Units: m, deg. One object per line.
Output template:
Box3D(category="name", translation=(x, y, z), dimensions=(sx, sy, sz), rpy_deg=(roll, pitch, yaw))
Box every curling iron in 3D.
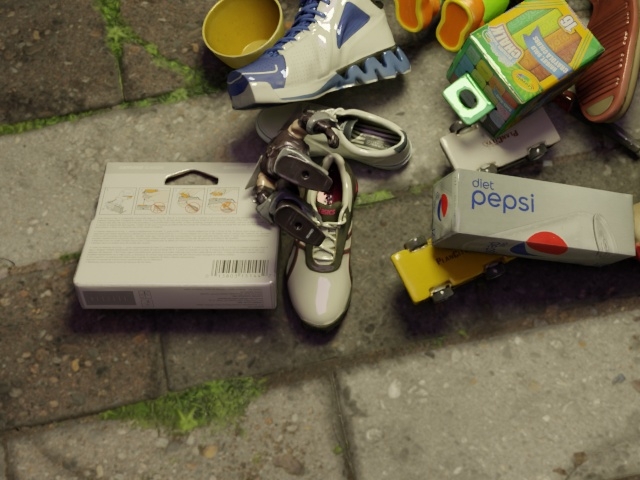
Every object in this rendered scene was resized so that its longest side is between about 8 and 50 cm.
Box3D(category="curling iron", translation=(0.399, -0.228, 1.466), dimensions=(0.274, 0.068, 0.035), rpy_deg=(43, 81, 12))

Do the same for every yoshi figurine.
Box3D(category="yoshi figurine", translation=(0.286, -0.458, 1.426), dimensions=(0.362, 0.203, 0.204), rpy_deg=(-39, 104, -27))

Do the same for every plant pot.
Box3D(category="plant pot", translation=(-0.113, -0.328, 1.495), dimensions=(0.134, 0.095, 0.134), rpy_deg=(-7, 63, 13))

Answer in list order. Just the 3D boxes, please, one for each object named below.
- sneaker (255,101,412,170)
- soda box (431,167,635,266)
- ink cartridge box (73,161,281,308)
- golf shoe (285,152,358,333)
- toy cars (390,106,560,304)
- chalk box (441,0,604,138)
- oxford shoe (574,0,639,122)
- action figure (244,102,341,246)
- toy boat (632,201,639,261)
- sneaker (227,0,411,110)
Box3D(category="sneaker", translation=(0.020, -0.180, 1.450), dimensions=(0.258, 0.091, 0.094), rpy_deg=(10, 73, 7))
Box3D(category="soda box", translation=(0.307, -0.029, 1.319), dimensions=(0.286, 0.091, 0.098), rpy_deg=(8, 75, -16))
Box3D(category="ink cartridge box", translation=(-0.208, -0.012, 1.422), dimensions=(0.296, 0.066, 0.261), rpy_deg=(0, 47, 2))
Box3D(category="golf shoe", translation=(0.000, 0.000, 1.381), dimensions=(0.105, 0.120, 0.273), rpy_deg=(3, 74, 2))
Box3D(category="toy cars", translation=(0.234, -0.058, 1.409), dimensions=(0.176, 0.087, 0.394), rpy_deg=(25, 71, -2))
Box3D(category="chalk box", translation=(0.283, -0.253, 1.359), dimensions=(0.213, 0.132, 0.132), rpy_deg=(-34, 81, -17))
Box3D(category="oxford shoe", translation=(0.494, -0.324, 1.449), dimensions=(0.130, 0.123, 0.348), rpy_deg=(26, 66, -24))
Box3D(category="action figure", translation=(-0.039, -0.096, 1.321), dimensions=(0.099, 0.285, 0.185), rpy_deg=(19, 108, -13))
Box3D(category="toy boat", translation=(0.569, -0.001, 1.362), dimensions=(0.231, 0.151, 0.151), rpy_deg=(-20, 103, -3))
Box3D(category="sneaker", translation=(-0.013, -0.314, 1.415), dimensions=(0.315, 0.127, 0.182), rpy_deg=(-20, 101, -30))
